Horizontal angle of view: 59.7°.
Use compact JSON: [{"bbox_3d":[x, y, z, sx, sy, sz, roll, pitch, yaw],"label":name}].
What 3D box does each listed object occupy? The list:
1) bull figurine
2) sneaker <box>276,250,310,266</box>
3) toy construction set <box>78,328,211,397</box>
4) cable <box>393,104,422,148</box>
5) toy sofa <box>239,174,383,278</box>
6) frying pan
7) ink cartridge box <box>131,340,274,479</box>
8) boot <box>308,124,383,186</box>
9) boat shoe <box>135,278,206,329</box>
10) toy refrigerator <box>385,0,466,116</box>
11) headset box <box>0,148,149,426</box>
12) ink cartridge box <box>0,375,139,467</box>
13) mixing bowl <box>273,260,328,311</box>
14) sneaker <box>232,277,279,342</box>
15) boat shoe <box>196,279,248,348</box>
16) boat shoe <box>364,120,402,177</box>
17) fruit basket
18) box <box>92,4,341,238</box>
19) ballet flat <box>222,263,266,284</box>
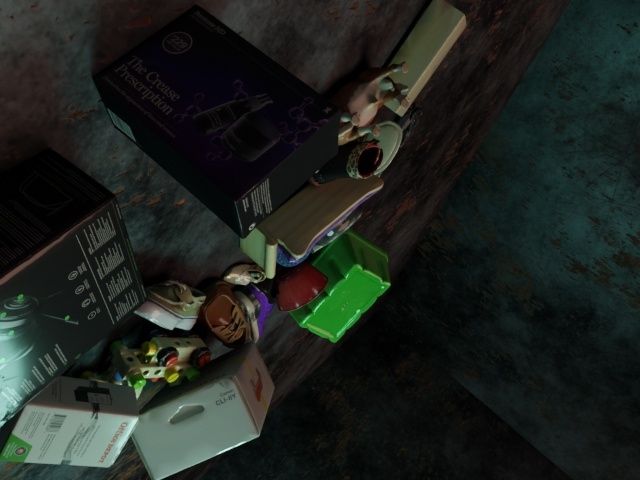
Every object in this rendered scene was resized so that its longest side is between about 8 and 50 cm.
[{"bbox_3d":[0.070,-0.275,1.218,0.310,0.188,0.101,-53,124,-19],"label":"bull figurine"},{"bbox_3d":[-0.047,-0.018,1.585,0.232,0.081,0.090,-46,-162,36],"label":"sneaker"},{"bbox_3d":[-0.379,0.301,1.277,0.215,0.151,0.327,-54,163,12],"label":"toy construction set"},{"bbox_3d":[0.247,-0.339,1.734,0.184,0.047,0.150,-59,167,20],"label":"cable"},{"bbox_3d":[-0.018,-0.064,1.389,0.362,0.177,0.150,-42,161,-29],"label":"toy sofa"},{"bbox_3d":[0.010,-0.006,1.672,0.326,0.053,0.197,-43,-176,-18],"label":"frying pan"},{"bbox_3d":[-0.287,0.421,1.437,0.279,0.160,0.385,-24,-179,1],"label":"ink cartridge box"},{"bbox_3d":[0.090,-0.216,1.309,0.178,0.085,0.236,3,-134,51],"label":"boot"},{"bbox_3d":[-0.322,0.127,1.179,0.094,0.109,0.302,-64,174,-8],"label":"boat shoe"},{"bbox_3d":[0.237,-0.448,1.373,0.269,0.094,0.102,-54,170,16],"label":"toy refrigerator"},{"bbox_3d":[-0.389,0.070,0.717,0.283,0.131,0.246,-46,158,-31],"label":"headset box"},{"bbox_3d":[-0.474,0.344,1.060,0.208,0.087,0.153,22,112,-34],"label":"ink cartridge box"},{"bbox_3d":[-0.079,0.125,1.725,0.181,0.098,0.181,-28,-162,10],"label":"mixing bowl"},{"bbox_3d":[-0.180,0.198,1.666,0.146,0.102,0.293,-43,162,-25],"label":"sneaker"},{"bbox_3d":[-0.247,0.205,1.471,0.122,0.120,0.324,-46,163,-15],"label":"boat shoe"},{"bbox_3d":[0.118,-0.200,1.568,0.324,0.116,0.096,-52,169,22],"label":"boat shoe"},{"bbox_3d":[0.050,0.121,1.947,0.283,0.392,0.392,31,101,-31],"label":"fruit basket"},{"bbox_3d":[-0.130,-0.160,0.728,0.184,0.261,0.103,-44,163,-22],"label":"box"},{"bbox_3d":[-0.194,0.092,1.483,0.057,0.052,0.168,-55,163,17],"label":"ballet flat"}]
